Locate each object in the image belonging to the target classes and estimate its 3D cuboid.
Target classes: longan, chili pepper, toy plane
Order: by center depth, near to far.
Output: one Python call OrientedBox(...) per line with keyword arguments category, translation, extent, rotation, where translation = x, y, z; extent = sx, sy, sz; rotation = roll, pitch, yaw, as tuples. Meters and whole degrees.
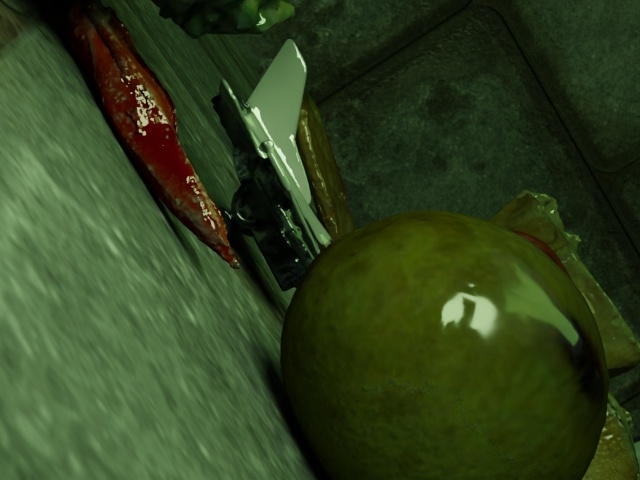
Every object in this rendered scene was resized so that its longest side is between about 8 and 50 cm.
OrientedBox(category="longan", translation=(0.050, 0.064, 0.558), extent=(0.176, 0.145, 0.155), rotation=(-15, -95, 53))
OrientedBox(category="chili pepper", translation=(-0.083, -0.055, 0.577), extent=(0.178, 0.027, 0.045), rotation=(58, 8, 18))
OrientedBox(category="toy plane", translation=(-0.017, 0.000, 0.709), extent=(0.160, 0.082, 0.234), rotation=(129, -57, -84))

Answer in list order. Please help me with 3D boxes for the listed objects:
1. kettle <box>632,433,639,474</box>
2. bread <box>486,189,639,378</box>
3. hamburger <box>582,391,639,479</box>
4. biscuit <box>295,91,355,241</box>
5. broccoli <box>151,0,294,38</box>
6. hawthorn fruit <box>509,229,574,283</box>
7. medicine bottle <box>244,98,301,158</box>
OrientedBox(category="kettle", translation=(0.267, 0.239, 0.894), extent=(0.221, 0.236, 0.161), rotation=(41, -18, 53))
OrientedBox(category="bread", translation=(0.210, 0.102, 1.322), extent=(0.196, 0.252, 0.238), rotation=(52, 9, -38))
OrientedBox(category="hamburger", translation=(0.153, 0.152, 0.837), extent=(0.184, 0.159, 0.131), rotation=(22, 4, -1))
OrientedBox(category="biscuit", translation=(0.012, -0.016, 1.070), extent=(0.118, 0.029, 0.247), rotation=(-25, 99, -80))
OrientedBox(category="broccoli", translation=(-0.078, -0.255, 0.585), extent=(0.338, 0.317, 0.277), rotation=(-16, 68, -53))
OrientedBox(category="hawthorn fruit", translation=(0.150, 0.098, 1.101), extent=(0.207, 0.207, 0.243), rotation=(57, 14, -6))
OrientedBox(category="medicine bottle", translation=(-0.050, -0.103, 1.150), extent=(0.074, 0.055, 0.118), rotation=(59, 5, -11))
